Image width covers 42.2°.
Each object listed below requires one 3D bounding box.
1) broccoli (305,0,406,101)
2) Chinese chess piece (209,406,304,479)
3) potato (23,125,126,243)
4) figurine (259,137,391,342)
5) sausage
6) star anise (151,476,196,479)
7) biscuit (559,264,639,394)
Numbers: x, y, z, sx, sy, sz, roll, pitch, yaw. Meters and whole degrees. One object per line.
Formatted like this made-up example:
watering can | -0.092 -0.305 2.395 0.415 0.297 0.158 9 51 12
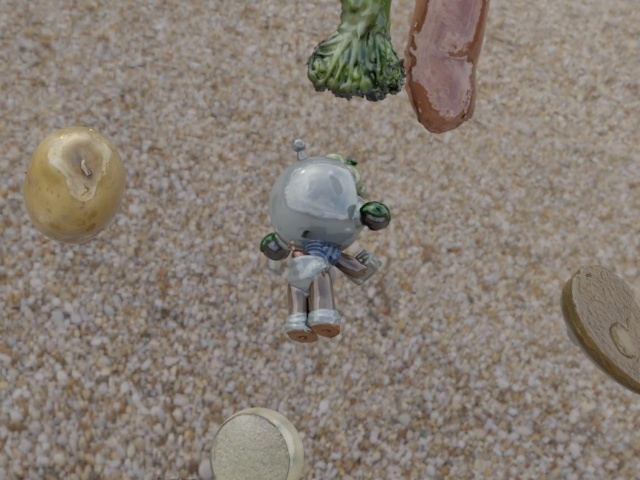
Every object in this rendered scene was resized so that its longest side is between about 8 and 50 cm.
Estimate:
broccoli | 0.078 -0.352 1.238 0.165 0.304 0.145 17 33 4
Chinese chess piece | -0.080 0.273 1.050 0.122 0.122 0.051 39 10 22
potato | -0.273 -0.058 0.922 0.109 0.178 0.118 -6 76 -19
figurine | 0.001 0.000 0.789 0.093 0.147 0.197 23 57 -52
sausage | 0.117 -0.240 0.677 0.078 0.304 0.078 8 14 -2
star anise | -0.215 0.455 1.328 0.346 0.237 0.148 10 75 -46
biscuit | 0.428 0.135 1.216 0.181 0.049 0.208 -11 65 -44
